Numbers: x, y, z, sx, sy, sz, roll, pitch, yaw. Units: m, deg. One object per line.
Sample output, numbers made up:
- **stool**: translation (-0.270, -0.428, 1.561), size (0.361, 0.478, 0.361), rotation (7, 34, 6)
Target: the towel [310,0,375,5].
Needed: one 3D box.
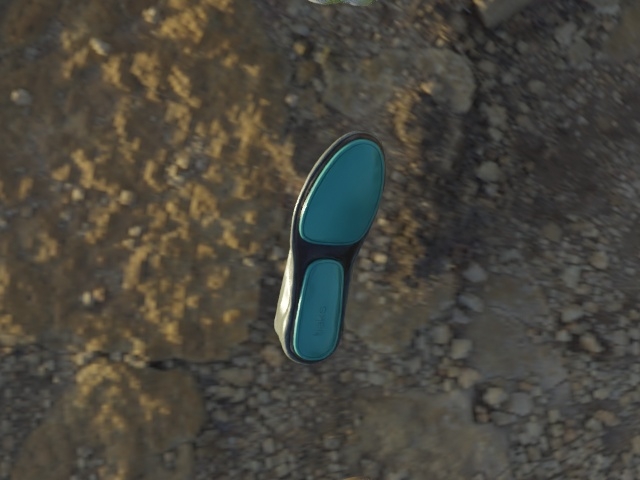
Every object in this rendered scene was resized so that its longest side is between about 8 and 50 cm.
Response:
- **towel**: translation (-0.090, -0.280, 0.453), size (0.090, 0.374, 0.320), rotation (-11, 69, 34)

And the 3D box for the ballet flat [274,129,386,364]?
- **ballet flat**: translation (0.000, 0.000, 1.269), size (0.072, 0.068, 0.213), rotation (5, 111, -21)

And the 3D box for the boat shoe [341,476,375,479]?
- **boat shoe**: translation (0.062, 0.392, 1.645), size (0.103, 0.092, 0.285), rotation (-17, 49, -3)
